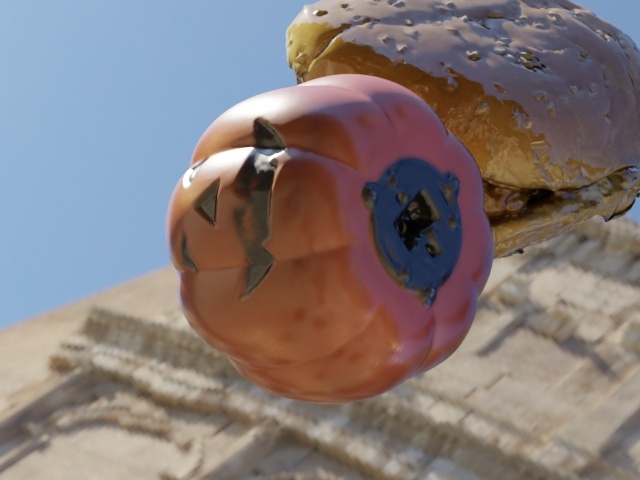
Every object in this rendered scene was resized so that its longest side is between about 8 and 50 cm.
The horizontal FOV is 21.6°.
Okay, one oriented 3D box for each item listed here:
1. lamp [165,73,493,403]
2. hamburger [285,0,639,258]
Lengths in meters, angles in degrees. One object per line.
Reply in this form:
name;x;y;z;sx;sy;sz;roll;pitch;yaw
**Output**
lamp;0.000;0.000;0.959;0.164;0.188;0.187;-6;-71;45
hamburger;0.116;-0.105;1.233;0.259;0.283;0.144;29;-60;28
